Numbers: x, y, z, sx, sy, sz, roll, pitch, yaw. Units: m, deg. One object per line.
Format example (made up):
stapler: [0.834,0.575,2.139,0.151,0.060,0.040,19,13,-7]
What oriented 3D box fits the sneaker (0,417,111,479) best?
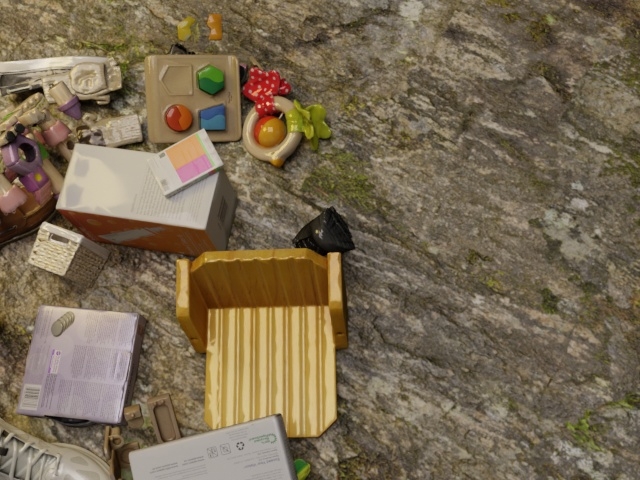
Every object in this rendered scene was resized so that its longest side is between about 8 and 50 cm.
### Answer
sneaker: [-0.650,0.467,1.642,0.447,0.257,0.169,19,74,12]

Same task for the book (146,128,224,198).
book: [-0.293,-0.167,1.719,0.144,0.035,0.096,-28,73,-5]

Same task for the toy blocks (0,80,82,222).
toy blocks: [-0.640,-0.168,1.809,0.308,0.260,0.289,-12,32,36]

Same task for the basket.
basket: [-0.583,0.038,1.837,0.113,0.167,0.103,19,80,12]

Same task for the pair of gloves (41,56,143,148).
pair of gloves: [-0.572,-0.328,1.995,0.204,0.042,0.240,-21,91,-3]

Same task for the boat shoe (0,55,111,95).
boat shoe: [-0.678,-0.420,2.044,0.301,0.108,0.102,-7,102,-9]

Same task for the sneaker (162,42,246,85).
sneaker: [-0.305,-0.428,1.981,0.227,0.130,0.087,6,73,11]

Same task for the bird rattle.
bird rattle: [-0.112,-0.295,1.928,0.253,0.143,0.207,35,94,19]

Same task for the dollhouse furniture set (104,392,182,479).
dollhouse furniture set: [-0.374,0.429,1.672,0.151,0.123,0.144,-15,105,-9]

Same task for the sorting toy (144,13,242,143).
sorting toy: [-0.309,-0.392,1.921,0.229,0.041,0.307,-4,99,-14]

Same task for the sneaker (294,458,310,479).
sneaker: [-0.165,0.510,1.655,0.295,0.109,0.124,-20,74,-1]

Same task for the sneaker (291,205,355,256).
sneaker: [0.000,0.000,1.741,0.130,0.286,0.109,-32,90,4]

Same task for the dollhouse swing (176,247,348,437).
dollhouse swing: [-0.120,0.227,1.670,0.346,0.315,0.305,-1,59,5]

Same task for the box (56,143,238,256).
box: [-0.390,-0.086,1.829,0.345,0.215,0.168,8,71,9]

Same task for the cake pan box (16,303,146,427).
cake pan box: [-0.539,0.286,1.795,0.245,0.070,0.267,2,71,9]

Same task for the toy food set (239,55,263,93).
toy food set: [-0.206,-0.415,2.032,0.122,0.019,0.078,-38,71,1]

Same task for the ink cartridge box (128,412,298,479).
ink cartridge box: [-0.193,0.543,1.569,0.324,0.071,0.330,-16,81,10]

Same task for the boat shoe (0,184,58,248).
boat shoe: [-0.761,-0.059,1.918,0.307,0.104,0.111,-38,69,-9]
